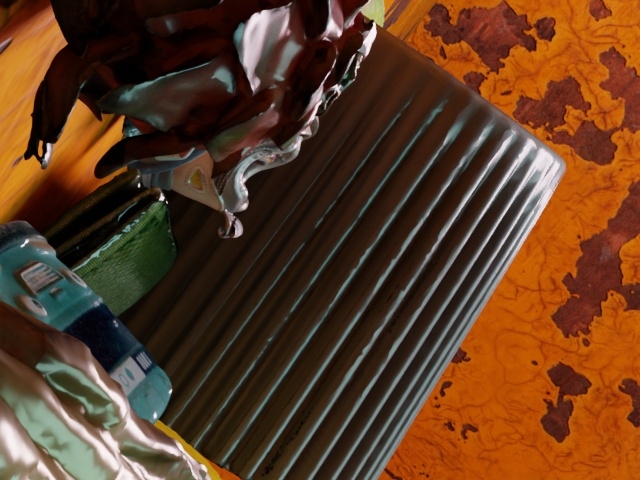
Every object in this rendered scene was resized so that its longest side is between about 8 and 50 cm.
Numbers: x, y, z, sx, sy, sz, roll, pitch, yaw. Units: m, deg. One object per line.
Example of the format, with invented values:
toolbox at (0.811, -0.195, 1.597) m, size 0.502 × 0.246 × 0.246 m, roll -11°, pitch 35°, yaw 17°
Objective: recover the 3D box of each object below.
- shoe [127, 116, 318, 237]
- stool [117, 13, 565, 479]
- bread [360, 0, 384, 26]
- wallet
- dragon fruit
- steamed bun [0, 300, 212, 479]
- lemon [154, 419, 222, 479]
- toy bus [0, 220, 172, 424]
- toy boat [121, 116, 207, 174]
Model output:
shoe at (-0.044, -0.088, 0.998) m, size 0.180 × 0.092 × 0.089 m, roll -51°, pitch 179°, yaw 0°
stool at (0.000, 0.000, 1.208) m, size 0.330 × 0.297 × 0.297 m, roll -56°, pitch 179°, yaw 6°
bread at (0.001, -0.119, 1.505) m, size 0.301 × 0.045 × 0.301 m, roll 25°, pitch 90°, yaw -85°
wallet at (-0.162, 0.027, 0.935) m, size 0.160 × 0.055 × 0.236 m, roll -39°, pitch 175°, yaw -8°
dragon fruit at (-0.042, -0.082, 0.570) m, size 0.142 × 0.121 × 0.130 m, roll 14°, pitch 84°, yaw -62°
steamed bun at (-0.155, 0.135, 0.509) m, size 0.189 × 0.247 × 0.428 m, roll -62°, pitch 164°, yaw -18°
lemon at (-0.164, 0.216, 0.926) m, size 0.245 × 0.320 × 0.245 m, roll -43°, pitch 152°, yaw -30°
toy bus at (-0.191, 0.127, 0.738) m, size 0.256 × 0.147 × 0.128 m, roll -50°, pitch -179°, yaw 10°
toy boat at (-0.070, -0.081, 0.852) m, size 0.140 × 0.059 × 0.066 m, roll -44°, pitch -159°, yaw 33°
